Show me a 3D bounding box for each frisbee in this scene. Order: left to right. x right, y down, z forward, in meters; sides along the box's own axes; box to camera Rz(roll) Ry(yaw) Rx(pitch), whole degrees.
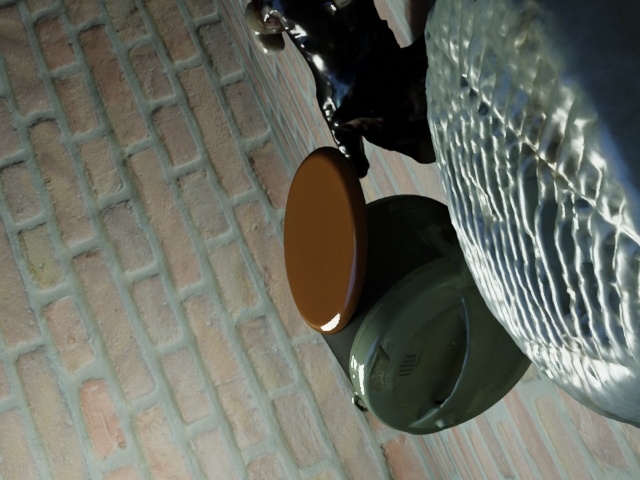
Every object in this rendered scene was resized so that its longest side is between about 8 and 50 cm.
[{"bbox_3d":[0.000,0.000,0.966,0.251,0.021,0.250,178,90,-65],"label":"frisbee"}]

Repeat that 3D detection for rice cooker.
[{"bbox_3d":[0.142,0.097,1.006,0.277,0.288,0.288,52,163,53],"label":"rice cooker"}]

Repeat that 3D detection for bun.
[{"bbox_3d":[0.201,-0.047,0.466,0.354,0.194,0.354,158,90,-85],"label":"bun"}]

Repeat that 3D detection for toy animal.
[{"bbox_3d":[0.048,-0.235,0.915,0.344,0.194,0.303,51,175,-9],"label":"toy animal"}]
